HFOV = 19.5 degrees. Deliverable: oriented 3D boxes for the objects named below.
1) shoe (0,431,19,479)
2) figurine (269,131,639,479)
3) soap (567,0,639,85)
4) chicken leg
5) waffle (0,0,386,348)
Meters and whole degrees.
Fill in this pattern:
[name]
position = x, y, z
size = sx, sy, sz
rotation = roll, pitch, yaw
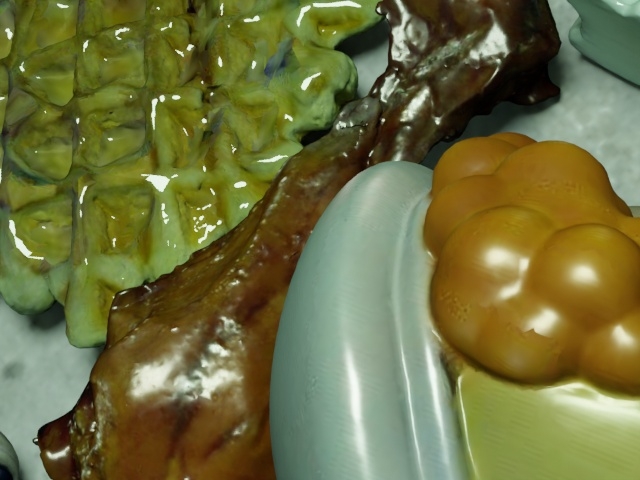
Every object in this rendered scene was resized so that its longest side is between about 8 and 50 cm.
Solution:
[shoe]
position = -0.198, 0.160, 0.748
size = 0.207, 0.091, 0.106
rotation = -35, 58, 0
[figurine]
position = 0.157, 0.103, 0.576
size = 0.382, 0.224, 0.205
rotation = 19, 81, 24
[soap]
position = 0.227, -0.162, 0.727
size = 0.160, 0.087, 0.265
rotation = 31, 82, 24
[chicken leg]
position = 0.000, 0.000, 0.739
size = 0.113, 0.093, 0.304
rotation = 34, 82, -10
[waffle]
position = -0.091, -0.067, 0.820
size = 0.204, 0.054, 0.223
rotation = 40, 86, 27
